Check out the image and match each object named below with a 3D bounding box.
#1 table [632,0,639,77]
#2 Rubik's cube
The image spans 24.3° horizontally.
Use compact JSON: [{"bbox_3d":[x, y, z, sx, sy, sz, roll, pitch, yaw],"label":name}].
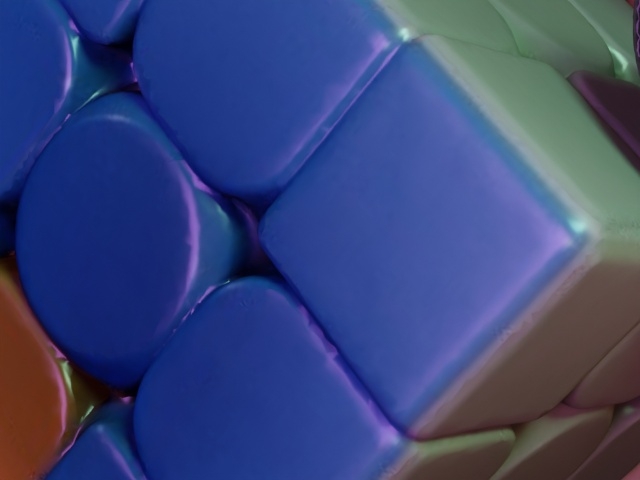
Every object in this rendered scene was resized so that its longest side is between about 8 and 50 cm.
[{"bbox_3d":[0.216,-0.071,0.545,0.126,0.220,0.126,0,89,36],"label":"table"},{"bbox_3d":[0.000,0.000,0.658,0.290,0.291,0.291,51,118,25],"label":"Rubik's cube"}]
